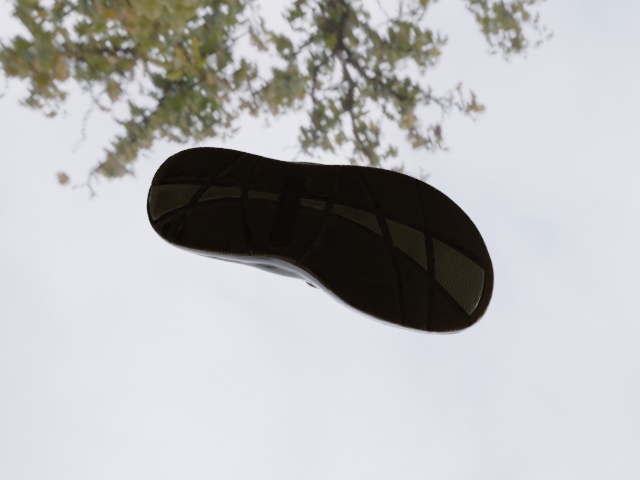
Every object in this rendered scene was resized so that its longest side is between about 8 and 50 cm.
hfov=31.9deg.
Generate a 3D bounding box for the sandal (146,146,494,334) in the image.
[{"bbox_3d":[0.000,0.000,0.678,0.219,0.060,0.090,12,-103,16],"label":"sandal"}]
